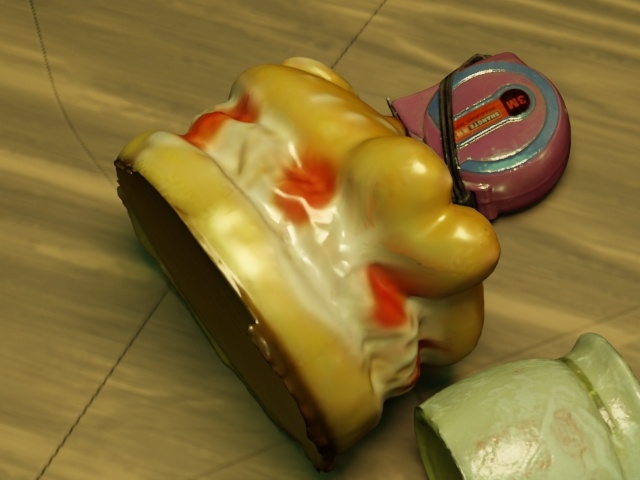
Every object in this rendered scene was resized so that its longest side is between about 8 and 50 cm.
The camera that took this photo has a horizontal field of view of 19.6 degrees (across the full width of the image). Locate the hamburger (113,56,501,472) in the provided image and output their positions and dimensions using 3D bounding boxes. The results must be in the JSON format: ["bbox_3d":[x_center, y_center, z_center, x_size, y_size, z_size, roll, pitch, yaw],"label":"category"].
[{"bbox_3d":[0.000,0.000,1.246,0.186,0.302,0.261,-35,89,-8],"label":"hamburger"}]

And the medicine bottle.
[{"bbox_3d":[0.153,0.150,1.252,0.143,0.147,0.147,-22,66,-10],"label":"medicine bottle"}]

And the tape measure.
[{"bbox_3d":[0.127,-0.082,1.400,0.118,0.074,0.125,-26,62,-2],"label":"tape measure"}]
